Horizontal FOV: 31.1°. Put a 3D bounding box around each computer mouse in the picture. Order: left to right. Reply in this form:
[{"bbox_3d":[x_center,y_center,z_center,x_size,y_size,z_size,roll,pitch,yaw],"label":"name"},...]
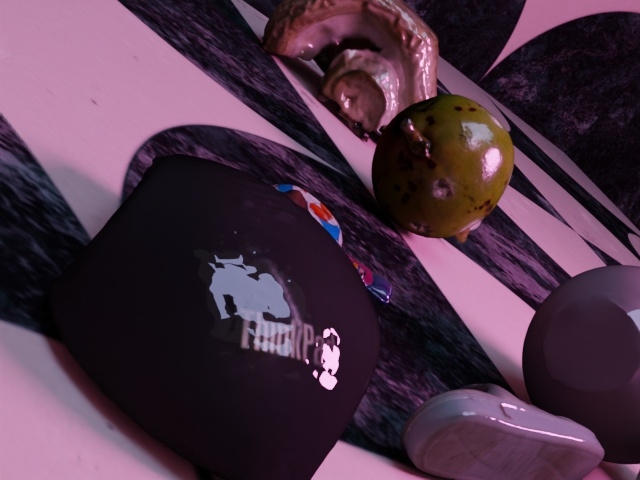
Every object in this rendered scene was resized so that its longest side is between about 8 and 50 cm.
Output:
[{"bbox_3d":[-0.041,0.024,0.645,0.170,0.100,0.269,42,15,-9],"label":"computer mouse"}]

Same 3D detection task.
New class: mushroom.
[{"bbox_3d":[0.071,-0.246,1.533,0.267,0.164,0.189,43,16,2],"label":"mushroom"}]

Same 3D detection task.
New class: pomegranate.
[{"bbox_3d":[0.128,-0.077,1.263,0.156,0.156,0.220,43,-4,3],"label":"pomegranate"}]

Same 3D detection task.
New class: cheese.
[{"bbox_3d":[0.000,0.000,0.922,0.145,0.038,0.095,41,15,-2],"label":"cheese"}]

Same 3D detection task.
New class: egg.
[{"bbox_3d":[0.276,0.113,1.037,0.176,0.176,0.232,49,10,24],"label":"egg"}]

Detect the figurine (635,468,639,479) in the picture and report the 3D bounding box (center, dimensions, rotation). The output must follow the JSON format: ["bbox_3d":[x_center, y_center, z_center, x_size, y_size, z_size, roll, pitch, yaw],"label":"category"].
[{"bbox_3d":[0.330,0.222,0.922,0.141,0.162,0.237,17,-14,34],"label":"figurine"}]

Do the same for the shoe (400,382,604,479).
[{"bbox_3d":[0.121,0.128,0.796,0.195,0.079,0.078,20,34,-45],"label":"shoe"}]
